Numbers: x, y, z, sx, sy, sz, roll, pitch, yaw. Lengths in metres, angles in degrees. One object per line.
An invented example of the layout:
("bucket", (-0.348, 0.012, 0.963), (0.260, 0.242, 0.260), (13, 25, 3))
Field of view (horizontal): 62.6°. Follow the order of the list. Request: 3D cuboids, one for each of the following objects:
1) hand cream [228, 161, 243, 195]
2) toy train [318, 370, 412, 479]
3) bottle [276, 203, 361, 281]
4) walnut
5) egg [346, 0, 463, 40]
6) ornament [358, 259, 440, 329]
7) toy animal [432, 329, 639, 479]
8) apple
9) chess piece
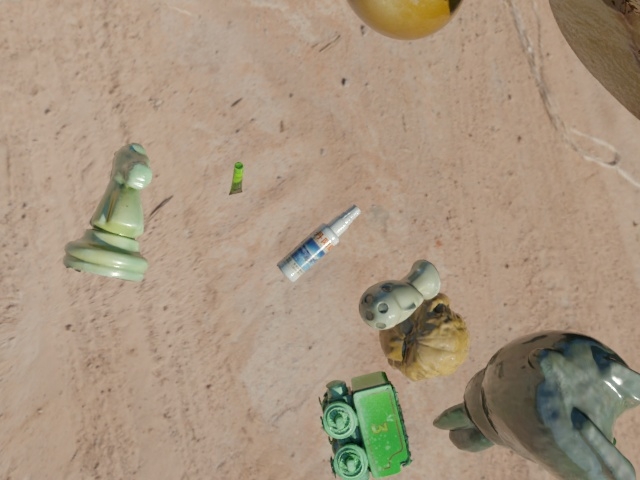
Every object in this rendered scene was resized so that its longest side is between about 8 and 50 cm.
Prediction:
("hand cream", (-0.202, -0.146, 1.276), (0.036, 0.122, 0.023), (-17, 69, -21))
("toy train", (0.101, 0.430, 1.216), (0.188, 0.132, 0.243), (-13, 93, 1))
("bottle", (0.000, 0.000, 1.159), (0.217, 0.060, 0.060), (-43, 104, -1))
("walnut", (0.276, 0.250, 1.378), (0.257, 0.224, 0.257), (-34, 132, -47))
("egg", (0.191, -0.630, 1.230), (0.351, 0.282, 0.283), (25, 71, -39))
("ornament", (0.127, 0.089, 0.840), (0.156, 0.081, 0.075), (-22, 121, -43))
("toy animal", (0.194, 0.159, 0.519), (0.125, 0.251, 0.127), (-15, 78, -20))
("apple", (0.546, -0.314, 0.833), (0.365, 0.295, 0.329), (40, 51, -26))
("chess piece", (-0.427, -0.068, 1.128), (0.175, 0.175, 0.298), (15, 82, -25))
